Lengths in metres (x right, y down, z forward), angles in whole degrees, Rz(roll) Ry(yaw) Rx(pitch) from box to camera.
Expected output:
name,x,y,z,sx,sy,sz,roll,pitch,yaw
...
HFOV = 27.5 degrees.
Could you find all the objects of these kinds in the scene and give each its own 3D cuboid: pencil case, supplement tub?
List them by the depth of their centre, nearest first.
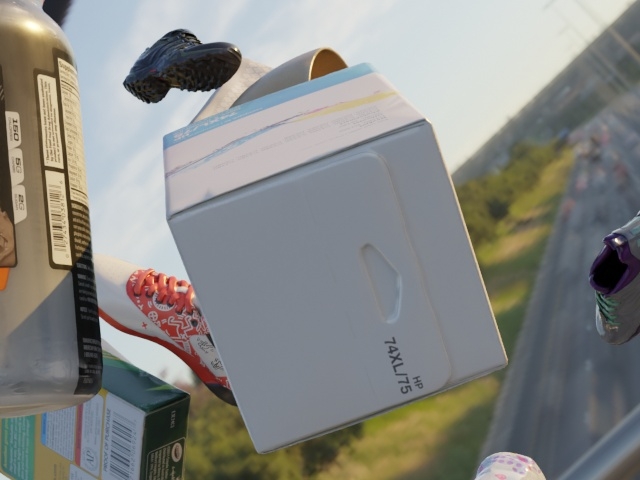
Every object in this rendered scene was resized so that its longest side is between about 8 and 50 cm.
name,x,y,z,sx,sy,sz,roll,pitch,yaw
supplement tub,-0.275,-0.038,0.960,0.207,0.338,0.207,-7,-9,-1
pencil case,0.229,0.409,1.826,0.273,0.113,0.124,-42,-25,-54

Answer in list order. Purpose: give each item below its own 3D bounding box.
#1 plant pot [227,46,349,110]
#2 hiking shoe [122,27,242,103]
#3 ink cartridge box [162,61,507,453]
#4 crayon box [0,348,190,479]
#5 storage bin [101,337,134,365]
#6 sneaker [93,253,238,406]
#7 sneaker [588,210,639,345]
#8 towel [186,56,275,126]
name,x,y,z,sx,sy,sz,roll,pitch,yaw
plant pot,-0.047,-0.112,1.840,0.191,0.284,0.284,-11,8,20
hiking shoe,-0.210,-0.289,2.021,0.227,0.086,0.114,-8,58,36
ink cartridge box,0.000,0.000,1.028,0.197,0.198,0.270,-20,17,-1
crayon box,-0.307,0.235,1.649,0.083,0.323,0.203,-18,-59,-48
storage bin,-0.368,0.223,2.191,0.098,0.135,0.091,12,-72,-52
sneaker,-0.148,0.071,1.515,0.145,0.270,0.090,-48,8,40
sneaker,0.342,0.052,1.544,0.098,0.083,0.223,-22,-37,-24
towel,-0.042,-0.183,2.152,0.332,0.317,0.053,-61,-16,-52
